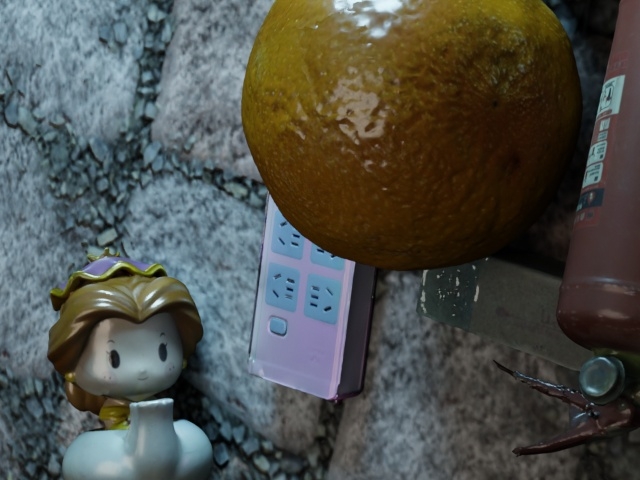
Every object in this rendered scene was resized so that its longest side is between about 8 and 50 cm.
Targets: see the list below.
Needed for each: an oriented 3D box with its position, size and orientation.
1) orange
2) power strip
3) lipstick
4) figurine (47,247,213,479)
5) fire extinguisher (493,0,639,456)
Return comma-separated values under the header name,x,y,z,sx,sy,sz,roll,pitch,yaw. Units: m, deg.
name,x,y,z,sx,sy,sz,roll,pitch,yaw
orange,0.065,-0.100,1.318,0.264,0.264,0.264,2,94,41
power strip,0.000,0.000,1.522,0.109,0.037,0.279,15,102,39
lipstick,0.215,0.065,1.316,0.317,0.068,0.066,18,102,39
figurine,-0.174,0.135,1.617,0.189,0.142,0.263,-18,79,64
fire extinguisher,0.207,-0.009,1.229,0.147,0.106,0.337,5,76,40
